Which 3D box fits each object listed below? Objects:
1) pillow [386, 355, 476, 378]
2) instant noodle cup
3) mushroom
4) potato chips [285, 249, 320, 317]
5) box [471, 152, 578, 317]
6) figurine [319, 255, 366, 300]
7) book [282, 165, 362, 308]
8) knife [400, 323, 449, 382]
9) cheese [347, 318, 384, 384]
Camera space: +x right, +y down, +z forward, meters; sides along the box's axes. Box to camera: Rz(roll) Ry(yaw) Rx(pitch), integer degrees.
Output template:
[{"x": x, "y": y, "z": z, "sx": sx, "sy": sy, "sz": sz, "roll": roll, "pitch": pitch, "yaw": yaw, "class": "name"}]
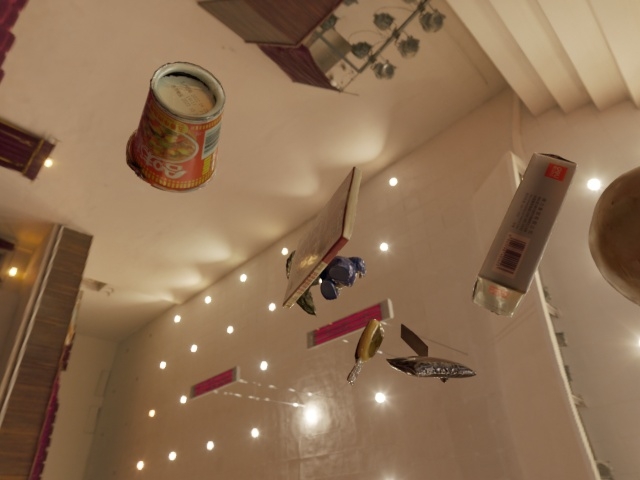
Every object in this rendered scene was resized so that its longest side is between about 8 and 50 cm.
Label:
[{"x": 0.301, "y": 0.350, "z": 1.195, "sx": 0.141, "sy": 0.208, "sz": 0.055, "roll": -2, "pitch": -102, "yaw": 65, "class": "pillow"}, {"x": -0.274, "y": -0.222, "z": 0.848, "sx": 0.212, "sy": 0.193, "sz": 0.193, "roll": 136, "pitch": -37, "yaw": -56, "class": "instant noodle cup"}, {"x": 0.668, "y": -0.018, "z": 0.795, "sx": 0.292, "sy": 0.290, "sz": 0.293, "roll": 38, "pitch": -38, "yaw": 38, "class": "mushroom"}, {"x": -0.047, "y": 0.140, "z": 1.438, "sx": 0.029, "sy": 0.202, "sz": 0.220, "roll": -22, "pitch": -123, "yaw": 28, "class": "potato chips"}, {"x": 0.355, "y": -0.010, "z": 0.762, "sx": 0.079, "sy": 0.135, "sz": 0.269, "roll": 24, "pitch": -108, "yaw": 23, "class": "box"}, {"x": 0.070, "y": 0.105, "z": 1.452, "sx": 0.164, "sy": 0.262, "sz": 0.121, "roll": -42, "pitch": -99, "yaw": 7, "class": "figurine"}, {"x": 0.000, "y": 0.000, "z": 0.746, "sx": 0.232, "sy": 0.022, "sz": 0.162, "roll": -50, "pitch": -161, "yaw": 46, "class": "book"}, {"x": 0.321, "y": 0.347, "z": 1.370, "sx": 0.245, "sy": 0.019, "sz": 0.072, "roll": -137, "pitch": -144, "yaw": -55, "class": "knife"}, {"x": 0.108, "y": 0.278, "z": 1.074, "sx": 0.036, "sy": 0.086, "sz": 0.163, "roll": 18, "pitch": -119, "yaw": 31, "class": "cheese"}]
